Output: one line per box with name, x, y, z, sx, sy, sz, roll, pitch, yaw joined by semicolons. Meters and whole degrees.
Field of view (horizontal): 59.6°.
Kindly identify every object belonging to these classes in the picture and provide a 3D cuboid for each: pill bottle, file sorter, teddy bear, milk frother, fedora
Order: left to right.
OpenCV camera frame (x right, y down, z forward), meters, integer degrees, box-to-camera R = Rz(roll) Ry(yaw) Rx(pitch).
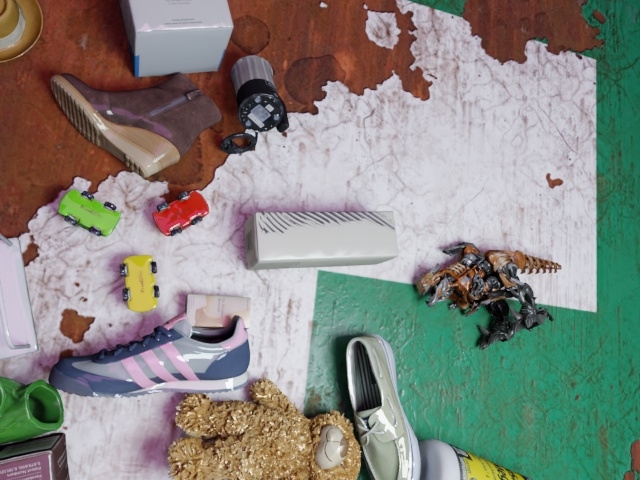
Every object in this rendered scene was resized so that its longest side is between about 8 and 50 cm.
file sorter;-0.590;0.102;0.813;0.278;0.173;0.192;-11;84;-20
fedora;-0.584;-0.403;0.955;0.194;0.079;0.194;3;79;-17
milk frother;-0.142;-0.254;1.072;0.143;0.129;0.134;-21;48;7
teddy bear;-0.085;0.341;0.935;0.338;0.113;0.245;22;31;1
pill bottle;0.313;0.511;1.032;0.334;0.188;0.187;26;73;-13

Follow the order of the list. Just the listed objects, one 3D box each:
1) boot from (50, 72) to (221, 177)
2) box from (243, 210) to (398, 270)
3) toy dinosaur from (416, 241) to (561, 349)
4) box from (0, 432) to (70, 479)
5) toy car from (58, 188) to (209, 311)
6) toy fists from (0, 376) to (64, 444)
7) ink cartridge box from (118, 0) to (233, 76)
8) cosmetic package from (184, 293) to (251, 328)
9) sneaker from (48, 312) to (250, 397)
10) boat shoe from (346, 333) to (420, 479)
boot;-0.333;-0.249;1.025;0.248;0.090;0.207;42;58;-6
box;0.000;0.000;1.061;0.275;0.113;0.094;-2;80;-20
toy dinosaur;0.365;0.091;1.154;0.322;0.164;0.218;-20;70;0
box;-0.454;0.407;0.804;0.167;0.168;0.203;-7;82;-20
toy car;-0.343;-0.017;0.980;0.225;0.053;0.239;28;72;-11
toy fists;-0.490;0.228;0.776;0.142;0.279;0.096;-17;65;-1
ink cartridge box;-0.277;-0.447;1.016;0.168;0.171;0.232;-12;84;-20
cosmetic package;-0.186;0.130;1.011;0.115;0.041;0.060;4;78;-18
sneaker;-0.273;0.181;0.926;0.319;0.112;0.131;2;99;-25
boat shoe;0.098;0.320;1.017;0.094;0.109;0.302;18;55;-53
